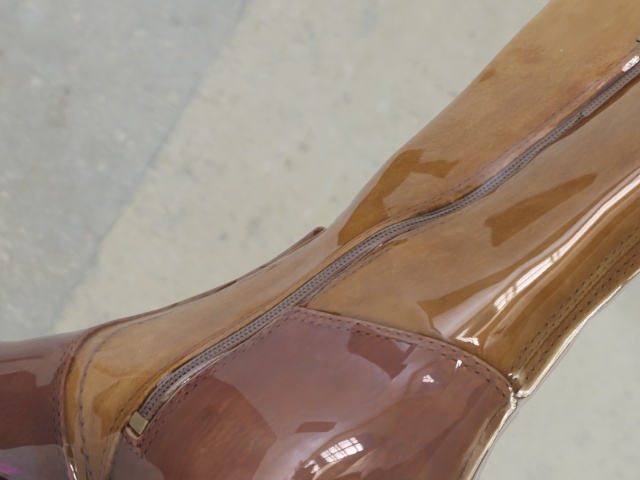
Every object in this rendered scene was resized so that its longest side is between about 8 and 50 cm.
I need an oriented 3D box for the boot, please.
[{"bbox_3d":[0.000,0.000,0.553,0.280,0.264,0.096,-48,114,-16],"label":"boot"}]
